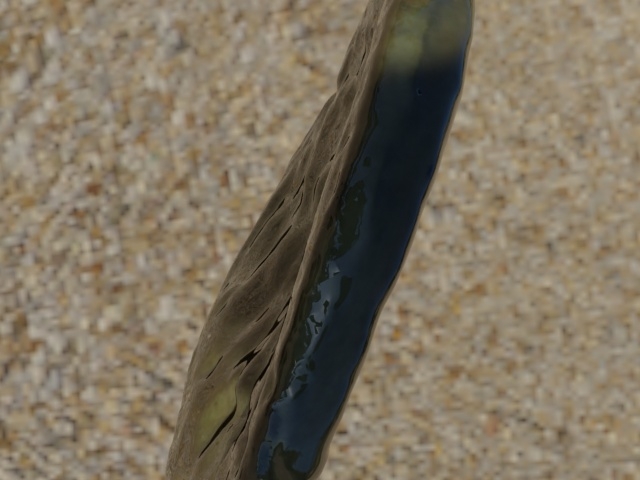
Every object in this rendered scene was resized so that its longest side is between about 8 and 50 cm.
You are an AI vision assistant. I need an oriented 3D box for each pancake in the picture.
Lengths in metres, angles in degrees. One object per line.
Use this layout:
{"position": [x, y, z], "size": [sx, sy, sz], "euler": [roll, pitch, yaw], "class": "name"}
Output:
{"position": [0.001, 0.001, 0.611], "size": [0.042, 0.236, 0.222], "euler": [21, 78, -8], "class": "pancake"}
